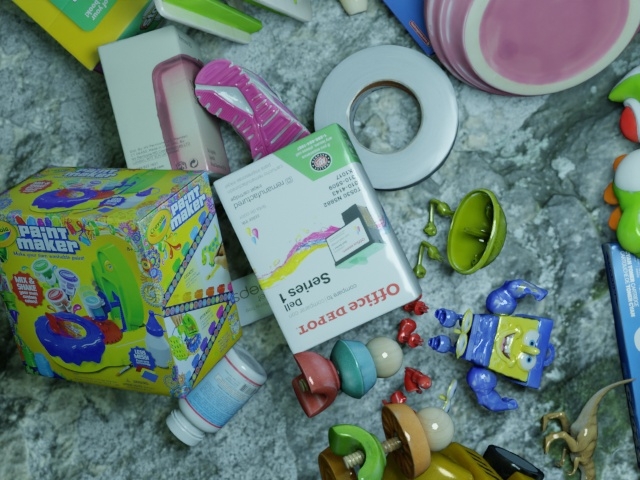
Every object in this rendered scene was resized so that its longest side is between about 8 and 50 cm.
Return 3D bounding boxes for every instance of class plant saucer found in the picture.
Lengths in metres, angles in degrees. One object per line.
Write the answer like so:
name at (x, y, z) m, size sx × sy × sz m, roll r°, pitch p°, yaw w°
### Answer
plant saucer at (0.313, -0.325, 1.309) m, size 0.332 × 0.332 × 0.084 m, roll -18°, pitch 46°, yaw 8°

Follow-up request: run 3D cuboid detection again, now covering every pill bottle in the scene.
pill bottle at (-0.166, 0.244, 1.481) m, size 0.087 × 0.087 × 0.160 m, roll 44°, pitch 95°, yaw 7°

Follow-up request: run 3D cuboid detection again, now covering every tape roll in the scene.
tape roll at (0.103, -0.186, 1.452) m, size 0.219 × 0.072 × 0.219 m, roll 0°, pitch 89°, yaw 8°

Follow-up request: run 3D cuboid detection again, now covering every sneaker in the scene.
sneaker at (-0.086, -0.187, 1.468) m, size 0.103 × 0.111 × 0.252 m, roll -36°, pitch 107°, yaw 13°

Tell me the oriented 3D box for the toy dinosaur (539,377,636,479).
toy dinosaur at (0.391, 0.282, 1.412) m, size 0.112 × 0.064 × 0.211 m, roll 5°, pitch 109°, yaw 2°

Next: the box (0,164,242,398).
box at (-0.301, 0.051, 1.370) m, size 0.290 × 0.177 × 0.279 m, roll 3°, pitch 118°, yaw 26°

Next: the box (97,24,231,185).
box at (-0.237, -0.195, 1.464) m, size 0.127 × 0.148 × 0.232 m, roll -14°, pitch 88°, yaw 8°

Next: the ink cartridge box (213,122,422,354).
ink cartridge box at (0.000, 0.000, 1.372) m, size 0.201 × 0.117 × 0.278 m, roll -26°, pitch 87°, yaw 7°

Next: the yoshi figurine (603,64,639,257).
yoshi figurine at (0.521, -0.146, 1.306) m, size 0.204 × 0.203 × 0.362 m, roll 14°, pitch 84°, yaw -3°

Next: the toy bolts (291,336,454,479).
toy bolts at (0.072, 0.248, 1.319) m, size 0.159 × 0.218 × 0.228 m, roll -18°, pitch 60°, yaw -17°

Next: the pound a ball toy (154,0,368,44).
pound a ball toy at (-0.084, -0.395, 1.383) m, size 0.208 × 0.319 × 0.135 m, roll -14°, pitch 87°, yaw 23°

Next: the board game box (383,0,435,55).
board game box at (0.146, -0.485, 1.398) m, size 0.233 × 0.078 × 0.347 m, roll -41°, pitch 83°, yaw 33°

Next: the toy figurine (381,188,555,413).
toy figurine at (0.258, 0.124, 1.421) m, size 0.217 × 0.191 × 0.362 m, roll 15°, pitch 84°, yaw -22°

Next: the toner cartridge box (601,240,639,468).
toner cartridge box at (0.528, 0.162, 1.384) m, size 0.165 × 0.075 × 0.347 m, roll -10°, pitch 88°, yaw 7°

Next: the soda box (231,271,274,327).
soda box at (-0.072, 0.077, 1.478) m, size 0.216 × 0.069 × 0.073 m, roll -23°, pitch 86°, yaw 8°

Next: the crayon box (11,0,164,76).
crayon box at (-0.347, -0.498, 1.506) m, size 0.313 × 0.106 × 0.363 m, roll 41°, pitch 96°, yaw 6°

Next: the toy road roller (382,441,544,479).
toy road roller at (0.202, 0.399, 1.308) m, size 0.241 × 0.329 × 0.202 m, roll 26°, pitch 94°, yaw -14°
